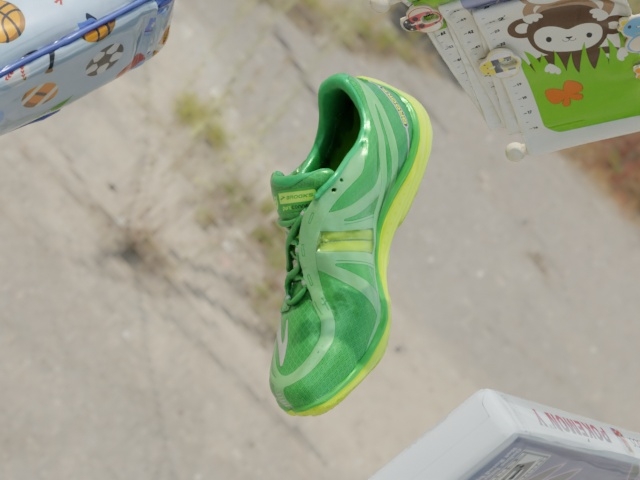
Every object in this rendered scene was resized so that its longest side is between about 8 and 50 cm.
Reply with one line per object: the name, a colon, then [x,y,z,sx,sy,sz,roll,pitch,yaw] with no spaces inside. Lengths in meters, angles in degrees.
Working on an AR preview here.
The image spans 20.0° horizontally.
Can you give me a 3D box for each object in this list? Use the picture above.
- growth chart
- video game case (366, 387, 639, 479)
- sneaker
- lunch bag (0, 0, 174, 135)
growth chart: [0.166,-0.138,1.331,0.237,0.172,0.021,45,36,-44]
video game case: [0.024,0.132,0.670,0.023,0.201,0.183,55,15,24]
sneaker: [0.000,0.000,1.458,0.123,0.109,0.295,30,63,-36]
lunch bag: [-0.275,-0.206,1.411,0.303,0.115,0.243,-29,73,-31]
